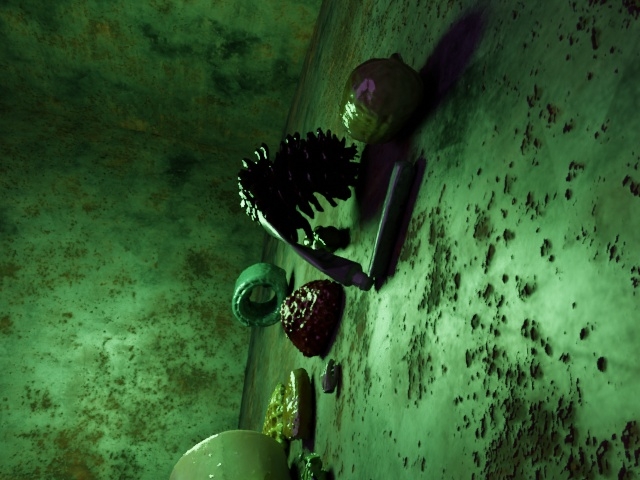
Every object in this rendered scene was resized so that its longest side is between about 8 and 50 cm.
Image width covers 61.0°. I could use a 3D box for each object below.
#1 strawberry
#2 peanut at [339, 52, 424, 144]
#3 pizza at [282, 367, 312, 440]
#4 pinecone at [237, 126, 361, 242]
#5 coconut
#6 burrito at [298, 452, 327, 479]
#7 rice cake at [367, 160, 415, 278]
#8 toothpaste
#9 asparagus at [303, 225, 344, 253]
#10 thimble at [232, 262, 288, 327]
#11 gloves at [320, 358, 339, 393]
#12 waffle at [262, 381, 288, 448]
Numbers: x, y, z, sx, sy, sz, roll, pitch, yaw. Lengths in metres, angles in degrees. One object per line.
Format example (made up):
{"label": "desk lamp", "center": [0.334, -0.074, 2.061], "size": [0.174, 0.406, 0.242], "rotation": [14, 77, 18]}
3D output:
{"label": "strawberry", "center": [-0.033, 0.164, 1.272], "size": [0.236, 0.111, 0.190], "rotation": [120, 160, -59]}
{"label": "peanut", "center": [0.097, -0.236, 0.925], "size": [0.224, 0.129, 0.129], "rotation": [144, 135, -75]}
{"label": "pizza", "center": [-0.056, 0.422, 1.309], "size": [0.182, 0.063, 0.161], "rotation": [-107, 35, -57]}
{"label": "pinecone", "center": [-0.038, -0.127, 1.219], "size": [0.246, 0.292, 0.246], "rotation": [58, -167, -21]}
{"label": "coconut", "center": [-0.212, 0.617, 1.317], "size": [0.309, 0.298, 0.297], "rotation": [-124, 45, -65]}
{"label": "burrito", "center": [-0.003, 0.485, 0.953], "size": [0.288, 0.054, 0.104], "rotation": [-99, 22, -61]}
{"label": "rice cake", "center": [0.113, -0.029, 0.889], "size": [0.033, 0.033, 0.207], "rotation": [-112, 33, -68]}
{"label": "toothpaste", "center": [-0.018, 0.021, 1.050], "size": [0.301, 0.075, 0.048], "rotation": [29, 94, 37]}
{"label": "asparagus", "center": [0.000, 0.000, 1.353], "size": [0.287, 0.080, 0.080], "rotation": [141, 138, -75]}
{"label": "thimble", "center": [-0.208, 0.191, 1.962], "size": [0.235, 0.198, 0.143], "rotation": [-46, 19, 16]}
{"label": "gloves", "center": [0.020, 0.279, 1.100], "size": [0.044, 0.037, 0.080], "rotation": [-23, 43, 34]}
{"label": "waffle", "center": [-0.132, 0.551, 1.583], "size": [0.250, 0.056, 0.261], "rotation": [-131, 53, -76]}
